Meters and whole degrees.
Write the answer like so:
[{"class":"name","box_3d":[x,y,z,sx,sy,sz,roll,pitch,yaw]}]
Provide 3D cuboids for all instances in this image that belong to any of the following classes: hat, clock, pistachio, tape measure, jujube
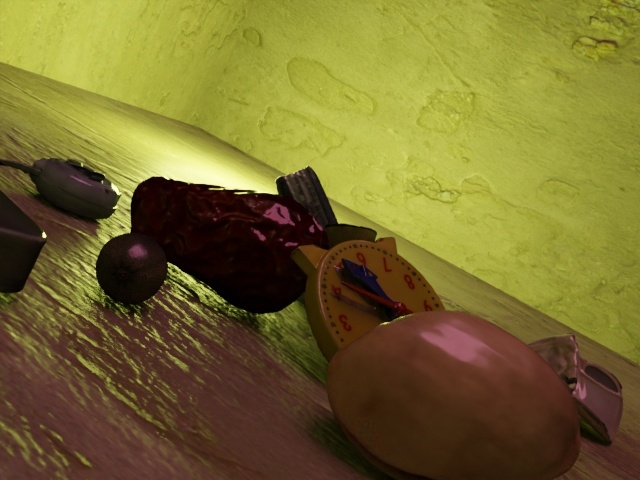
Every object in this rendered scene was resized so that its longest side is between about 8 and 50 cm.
[{"class":"hat","box_3d":[0.503,0.313,1.717,0.219,0.164,0.225,-27,91,-57]},{"class":"clock","box_3d":[0.103,0.115,1.303,0.277,0.071,0.293,-14,70,-47]},{"class":"pistachio","box_3d":[0.156,0.202,1.037,0.309,0.229,0.230,28,8,-4]},{"class":"tape measure","box_3d":[-0.476,-0.104,1.451,0.164,0.084,0.330,24,6,22]},{"class":"jujube","box_3d":[-0.164,-0.005,1.409,0.342,0.216,0.216,22,7,17]}]

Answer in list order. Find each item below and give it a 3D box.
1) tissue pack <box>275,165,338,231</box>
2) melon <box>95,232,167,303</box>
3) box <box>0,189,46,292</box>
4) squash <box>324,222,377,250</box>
[{"class":"tissue pack","box_3d":[0.000,0.000,1.590,0.185,0.081,0.257,102,-35,-82]},{"class":"melon","box_3d":[-0.260,0.038,1.163,0.098,0.098,0.130,25,5,0]},{"class":"box","box_3d":[-0.561,-0.080,0.973,0.397,0.111,0.396,18,10,-47]},{"class":"squash","box_3d":[0.049,0.085,1.437,0.094,0.224,0.094,2,-11,0]}]
